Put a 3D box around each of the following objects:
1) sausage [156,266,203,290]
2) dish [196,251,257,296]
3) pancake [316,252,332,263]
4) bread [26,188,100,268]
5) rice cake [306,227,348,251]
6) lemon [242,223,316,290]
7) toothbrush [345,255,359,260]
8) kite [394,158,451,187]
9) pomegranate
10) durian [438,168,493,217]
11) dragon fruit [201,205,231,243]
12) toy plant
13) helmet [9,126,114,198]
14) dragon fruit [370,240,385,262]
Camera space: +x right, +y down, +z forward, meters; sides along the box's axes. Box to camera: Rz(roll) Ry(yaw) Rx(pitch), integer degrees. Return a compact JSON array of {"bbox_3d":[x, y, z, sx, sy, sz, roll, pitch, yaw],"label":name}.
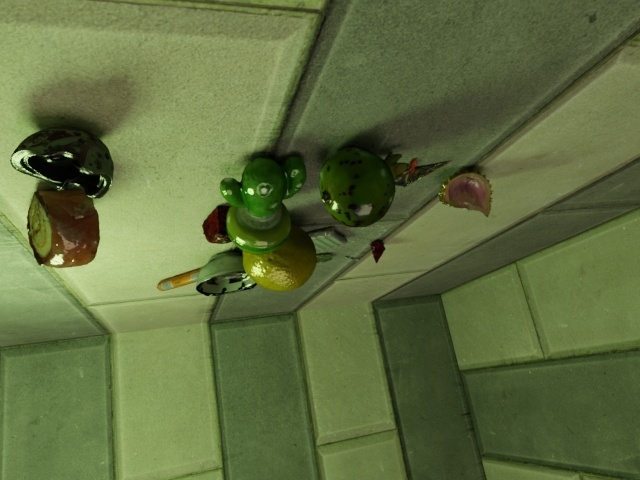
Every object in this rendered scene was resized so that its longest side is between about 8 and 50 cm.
[{"bbox_3d":[-0.591,0.169,2.045,0.348,0.053,0.053,-17,162,23],"label":"sausage"},{"bbox_3d":[-0.379,0.128,1.905,0.303,0.120,0.303,-13,161,-4],"label":"dish"},{"bbox_3d":[-0.007,0.085,2.164,0.130,0.022,0.116,-9,161,-4],"label":"pancake"},{"bbox_3d":[-0.636,-0.034,1.147,0.123,0.190,0.244,-13,166,-41],"label":"bread"},{"bbox_3d":[0.000,0.000,1.864,0.190,0.037,0.198,-13,163,12],"label":"rice cake"},{"bbox_3d":[-0.141,0.055,1.605,0.268,0.267,0.267,-9,163,-3],"label":"lemon"},{"bbox_3d":[0.156,0.089,2.294,0.013,0.011,0.131,-41,151,21],"label":"toothbrush"},{"bbox_3d":[0.275,-0.204,1.403,0.232,0.009,0.189,-11,162,0],"label":"kite"},{"bbox_3d":[0.114,-0.146,1.194,0.263,0.211,0.211,-25,170,-23],"label":"pomegranate"},{"bbox_3d":[0.463,-0.151,1.482,0.183,0.132,0.165,0,152,3],"label":"durian"},{"bbox_3d":[-0.296,-0.031,1.455,0.121,0.127,0.161,13,152,-35],"label":"dragon fruit"},{"bbox_3d":[-0.162,-0.109,1.250,0.224,0.184,0.315,-9,148,-20],"label":"toy plant"},{"bbox_3d":[-0.495,-0.168,0.917,0.177,0.107,0.153,16,159,-15],"label":"helmet"},{"bbox_3d":[0.258,0.031,2.077,0.063,0.097,0.131,-16,143,7],"label":"dragon fruit"}]
